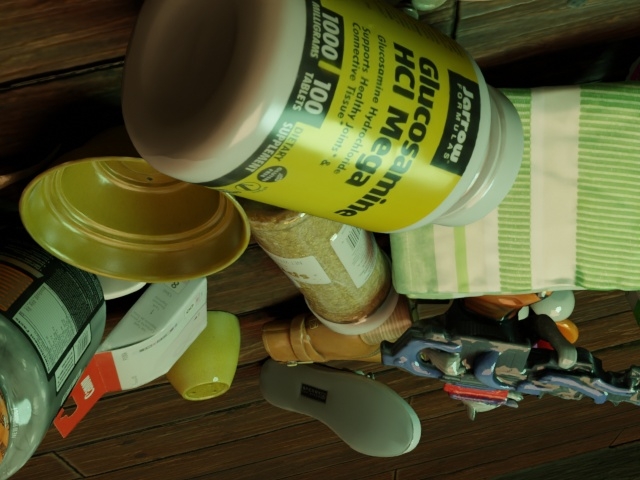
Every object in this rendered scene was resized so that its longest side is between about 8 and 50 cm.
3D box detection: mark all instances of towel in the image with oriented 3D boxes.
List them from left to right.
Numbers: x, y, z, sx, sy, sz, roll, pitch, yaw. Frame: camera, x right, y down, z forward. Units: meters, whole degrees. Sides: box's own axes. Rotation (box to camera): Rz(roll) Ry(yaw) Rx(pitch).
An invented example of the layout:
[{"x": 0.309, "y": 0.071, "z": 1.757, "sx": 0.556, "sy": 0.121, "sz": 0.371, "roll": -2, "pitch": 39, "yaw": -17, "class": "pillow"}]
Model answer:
[{"x": 0.232, "y": -0.050, "z": 1.014, "sx": 0.325, "sy": 0.038, "sz": 0.247, "roll": -3, "pitch": 118, "yaw": 7, "class": "towel"}]

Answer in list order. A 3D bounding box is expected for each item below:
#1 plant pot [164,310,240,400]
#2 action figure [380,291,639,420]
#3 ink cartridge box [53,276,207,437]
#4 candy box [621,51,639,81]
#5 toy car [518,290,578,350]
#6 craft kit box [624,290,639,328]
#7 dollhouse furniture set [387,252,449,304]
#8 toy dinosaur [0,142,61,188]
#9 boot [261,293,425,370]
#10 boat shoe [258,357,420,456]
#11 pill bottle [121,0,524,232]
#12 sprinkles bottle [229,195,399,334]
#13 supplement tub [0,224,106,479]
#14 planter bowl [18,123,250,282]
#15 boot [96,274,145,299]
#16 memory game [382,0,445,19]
[{"x": -0.172, "y": 0.173, "z": 1.365, "sx": 0.134, "sy": 0.095, "sz": 0.134, "roll": -12, "pitch": 152, "yaw": -7, "class": "plant pot"}, {"x": 0.260, "y": 0.085, "z": 1.178, "sx": 0.341, "sy": 0.178, "sz": 0.330, "roll": 16, "pitch": 117, "yaw": -2, "class": "action figure"}, {"x": -0.229, "y": 0.148, "z": 1.170, "sx": 0.066, "sy": 0.232, "sz": 0.189, "roll": 32, "pitch": 157, "yaw": 6, "class": "ink cartridge box"}, {"x": 0.423, "y": -0.182, "z": 1.023, "sx": 0.159, "sy": 0.071, "sz": 0.233, "roll": -9, "pitch": 152, "yaw": -11, "class": "candy box"}, {"x": 0.330, "y": 0.151, "z": 1.537, "sx": 0.182, "sy": 0.136, "sz": 0.159, "roll": -9, "pitch": 153, "yaw": -13, "class": "toy car"}, {"x": 0.481, "y": -0.017, "z": 1.177, "sx": 0.250, "sy": 0.246, "sz": 0.061, "roll": -16, "pitch": 156, "yaw": 2, "class": "craft kit box"}, {"x": 0.171, "y": -0.009, "z": 1.272, "sx": 0.144, "sy": 0.123, "sz": 0.151, "roll": 3, "pitch": 113, "yaw": -32, "class": "dollhouse furniture set"}, {"x": -0.340, "y": -0.047, "z": 0.907, "sx": 0.183, "sy": 0.053, "sz": 0.092, "roll": -5, "pitch": 150, "yaw": -20, "class": "toy dinosaur"}, {"x": 0.043, "y": 0.158, "z": 1.446, "sx": 0.220, "sy": 0.109, "sz": 0.283, "roll": -12, "pitch": 163, "yaw": 9, "class": "boot"}, {"x": 0.043, "y": 0.256, "z": 1.495, "sx": 0.306, "sy": 0.113, "sz": 0.105, "roll": 9, "pitch": -179, "yaw": 40, "class": "boat shoe"}, {"x": 0.020, "y": -0.110, "z": 0.796, "sx": 0.334, "sy": 0.188, "sz": 0.188, "roll": 13, "pitch": 142, "yaw": -44, "class": "pill bottle"}, {"x": 0.000, "y": 0.000, "z": 1.098, "sx": 0.121, "sy": 0.121, "sz": 0.355, "roll": -19, "pitch": 152, "yaw": 8, "class": "sprinkles bottle"}, {"x": -0.330, "y": 0.112, "z": 0.903, "sx": 0.194, "sy": 0.193, "sz": 0.316, "roll": -18, "pitch": -166, "yaw": 6, "class": "supplement tub"}, {"x": -0.175, "y": -0.050, "z": 0.925, "sx": 0.217, "sy": 0.090, "sz": 0.217, "roll": 0, "pitch": 148, "yaw": 0, "class": "planter bowl"}, {"x": -0.292, "y": 0.051, "z": 1.117, "sx": 0.190, "sy": 0.069, "sz": 0.086, "roll": -4, "pitch": 159, "yaw": -4, "class": "boot"}, {"x": 0.036, "y": -0.225, "z": 0.806, "sx": 0.186, "sy": 0.012, "sz": 0.186, "roll": -12, "pitch": 153, "yaw": -6, "class": "memory game"}]
